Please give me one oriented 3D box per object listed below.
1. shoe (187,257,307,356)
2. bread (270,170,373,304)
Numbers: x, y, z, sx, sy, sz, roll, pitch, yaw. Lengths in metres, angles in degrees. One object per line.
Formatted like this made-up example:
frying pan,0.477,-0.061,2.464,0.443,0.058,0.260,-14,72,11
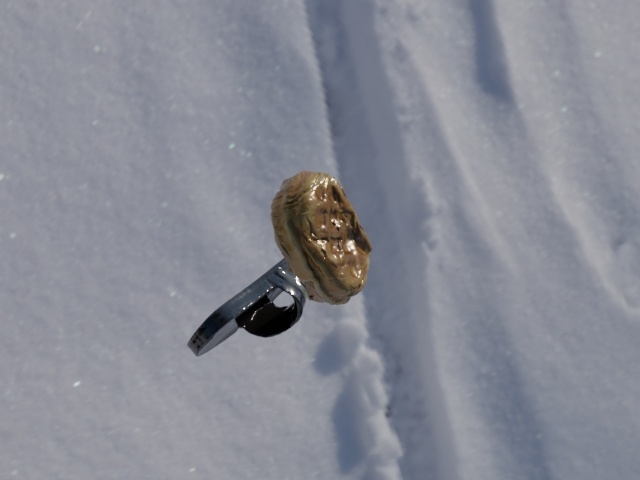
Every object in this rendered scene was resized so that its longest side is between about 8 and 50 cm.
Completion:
shoe,-0.047,0.064,1.210,0.049,0.071,0.179,44,38,7
bread,0.000,0.000,1.061,0.110,0.044,0.083,60,33,-30
